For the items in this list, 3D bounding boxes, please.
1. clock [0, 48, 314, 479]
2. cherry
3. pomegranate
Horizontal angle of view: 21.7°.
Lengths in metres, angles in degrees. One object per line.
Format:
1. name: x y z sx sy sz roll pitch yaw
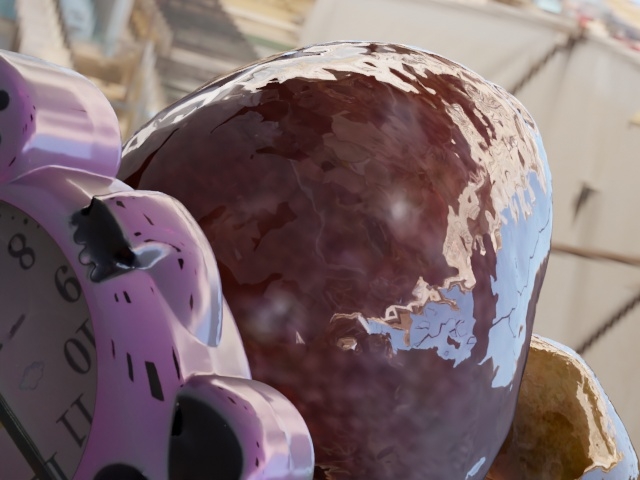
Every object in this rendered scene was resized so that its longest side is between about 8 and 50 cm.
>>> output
1. clock: -0.133 0.065 0.726 0.227 0.090 0.248 -47 -114 18
2. cherry: -0.001 0.041 1.028 0.335 0.291 0.326 -44 152 -58
3. pomegranate: 0.114 0.187 1.244 0.229 0.252 0.270 60 -3 10
